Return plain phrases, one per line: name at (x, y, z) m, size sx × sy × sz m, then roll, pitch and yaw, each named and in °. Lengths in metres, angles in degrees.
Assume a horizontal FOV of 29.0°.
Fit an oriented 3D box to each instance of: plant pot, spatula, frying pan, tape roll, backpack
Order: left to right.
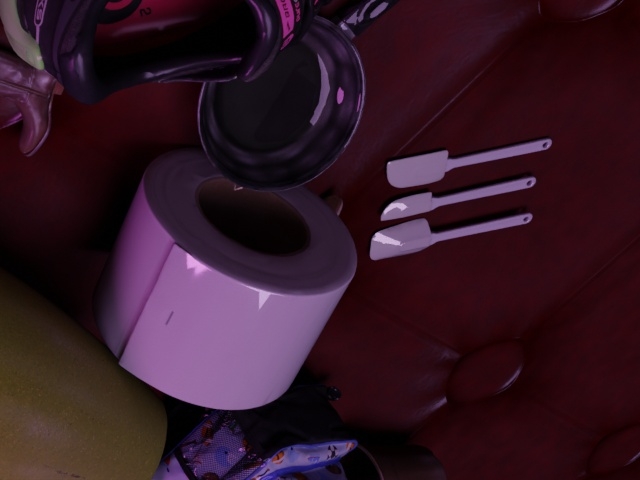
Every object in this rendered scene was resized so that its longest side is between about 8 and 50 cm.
plant pot at (-0.315, 0.175, 1.271) m, size 0.293 × 0.275 × 0.275 m, roll 29°, pitch 112°, yaw -33°
tape roll at (-0.103, 0.037, 1.329) m, size 0.246 × 0.246 × 0.169 m, roll 5°, pitch 127°, yaw -35°
backpack at (-0.102, 0.315, 1.634) m, size 0.263 × 0.213 × 0.276 m, roll -35°, pitch 155°, yaw 25°
frying pan at (-0.017, -0.204, 1.290) m, size 0.197 × 0.053 × 0.326 m, roll 16°, pitch 105°, yaw -36°
plant pot at (0.093, 0.378, 1.869) m, size 0.165 × 0.167 × 0.167 m, roll 3°, pitch 129°, yaw -44°
spatula at (0.180, -0.056, 1.589) m, size 0.242 × 0.019 × 0.168 m, roll -12°, pitch 131°, yaw -23°

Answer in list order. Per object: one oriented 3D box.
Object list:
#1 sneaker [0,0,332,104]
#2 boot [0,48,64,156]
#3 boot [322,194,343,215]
sneaker at (-0.041, -0.238, 1.123) m, size 0.483 × 0.202 × 0.185 m, roll -24°, pitch 140°, yaw -9°
boot at (-0.310, -0.137, 1.184) m, size 0.114 × 0.037 × 0.106 m, roll 9°, pitch 112°, yaw -41°
boot at (0.000, 0.000, 1.518) m, size 0.118 × 0.042 × 0.087 m, roll -41°, pitch 145°, yaw 13°
